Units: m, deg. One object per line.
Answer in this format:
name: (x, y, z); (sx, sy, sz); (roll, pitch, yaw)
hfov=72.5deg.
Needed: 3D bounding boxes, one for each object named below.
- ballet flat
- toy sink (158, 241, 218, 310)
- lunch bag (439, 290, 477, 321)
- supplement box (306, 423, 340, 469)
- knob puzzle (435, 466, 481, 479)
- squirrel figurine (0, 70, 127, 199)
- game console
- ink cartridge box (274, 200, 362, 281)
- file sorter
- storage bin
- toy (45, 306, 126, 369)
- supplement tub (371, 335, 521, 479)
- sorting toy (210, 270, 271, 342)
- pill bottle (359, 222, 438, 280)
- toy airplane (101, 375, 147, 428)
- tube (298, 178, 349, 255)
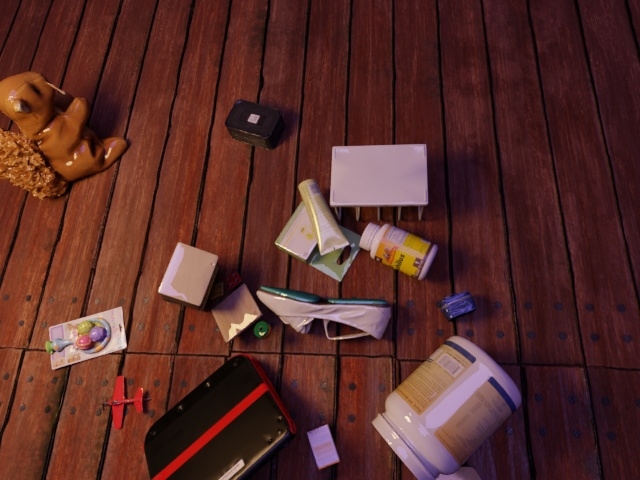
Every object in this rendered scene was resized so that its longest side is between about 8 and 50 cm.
ballet flat: (0.001, 0.217, 1.264); (0.400, 0.139, 0.139); (6, 71, 8)
toy sink: (-0.390, 0.120, 1.313); (0.131, 0.234, 0.153); (21, 71, -11)
lunch bag: (0.388, 0.186, 1.249); (0.098, 0.067, 0.065); (-21, 68, 0)
supplement box: (0.009, 0.554, 1.175); (0.062, 0.036, 0.098); (-21, 69, 0)
knob puzzle: (0.341, 0.663, 1.097); (0.213, 0.030, 0.213); (-3, 69, 7)
squirrel figurine: (-0.939, -0.346, 1.450); (0.281, 0.370, 0.397); (33, 77, 17)
game console: (-0.275, 0.507, 1.132); (0.386, 0.060, 0.342); (-40, 40, -8)
ink cartridge box: (0.000, 0.000, 1.375); (0.235, 0.056, 0.171); (27, 75, 18)
file sorter: (0.180, -0.166, 1.349); (0.278, 0.173, 0.193); (0, 71, 8)
storage bin: (-0.229, -0.409, 1.539); (0.180, 0.084, 0.122); (18, 73, 14)
toy: (-0.735, 0.299, 1.354); (0.237, 0.056, 0.137); (-17, 70, 1)
supplement tub: (0.307, 0.421, 1.086); (0.316, 0.228, 0.228); (-40, 70, -8)
sorting toy: (-0.248, 0.217, 1.315); (0.132, 0.046, 0.274); (-39, 52, 1)
pill bottle: (0.230, 0.025, 1.301); (0.215, 0.117, 0.117); (25, 75, 15)
toy airplane: (-0.574, 0.475, 1.283); (0.151, 0.028, 0.151); (-2, 71, 6)
tube: (-0.001, -0.075, 1.348); (0.070, 0.062, 0.240); (-38, 67, 35)
